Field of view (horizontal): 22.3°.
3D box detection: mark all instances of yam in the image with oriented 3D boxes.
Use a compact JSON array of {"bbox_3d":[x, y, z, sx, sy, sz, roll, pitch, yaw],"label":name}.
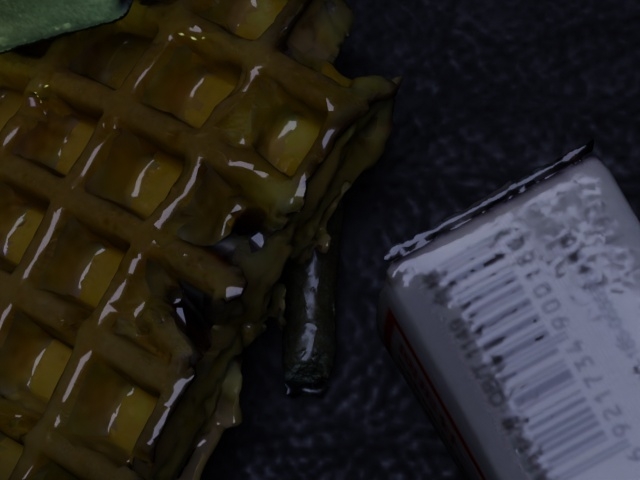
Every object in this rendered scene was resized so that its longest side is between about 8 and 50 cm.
[{"bbox_3d":[0.000,0.000,0.673,0.033,0.027,0.129,-1,77,10],"label":"yam"}]

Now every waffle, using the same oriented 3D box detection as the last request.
[{"bbox_3d":[-0.096,-0.001,0.653,0.283,0.065,0.309,-21,69,12],"label":"waffle"}]

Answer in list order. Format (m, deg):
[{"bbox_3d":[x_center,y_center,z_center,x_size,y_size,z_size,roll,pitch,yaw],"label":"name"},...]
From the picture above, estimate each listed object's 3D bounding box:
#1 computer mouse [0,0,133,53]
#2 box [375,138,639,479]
[{"bbox_3d":[-0.142,-0.133,0.649,0.231,0.071,0.126,-9,46,27],"label":"computer mouse"},{"bbox_3d":[0.101,0.077,0.584,0.099,0.133,0.182,-29,76,1],"label":"box"}]
